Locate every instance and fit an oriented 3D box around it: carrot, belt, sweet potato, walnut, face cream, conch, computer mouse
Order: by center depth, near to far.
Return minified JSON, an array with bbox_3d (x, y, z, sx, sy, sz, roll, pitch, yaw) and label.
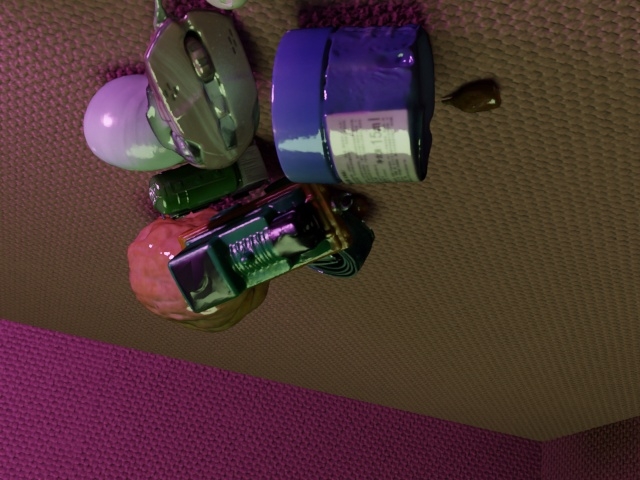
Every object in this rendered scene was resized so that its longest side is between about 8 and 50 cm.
[{"bbox_3d":[0.062,-0.212,1.387,0.225,0.249,0.249,2,155,13],"label":"face cream"},{"bbox_3d":[-0.188,-0.249,1.457,0.115,0.199,0.389,44,160,34],"label":"computer mouse"},{"bbox_3d":[0.256,-0.243,1.509,0.117,0.049,0.049,2,157,41],"label":"sweet potato"},{"bbox_3d":[-0.321,-0.217,1.599,0.221,0.185,0.121,-24,174,-6],"label":"conch"},{"bbox_3d":[0.000,0.000,1.985,0.206,0.116,0.267,35,160,-16],"label":"belt"},{"bbox_3d":[0.060,-0.049,2.005,0.048,0.048,0.216,14,160,-11],"label":"carrot"},{"bbox_3d":[-0.295,0.065,2.080,0.344,0.306,0.306,-1,154,27],"label":"walnut"}]

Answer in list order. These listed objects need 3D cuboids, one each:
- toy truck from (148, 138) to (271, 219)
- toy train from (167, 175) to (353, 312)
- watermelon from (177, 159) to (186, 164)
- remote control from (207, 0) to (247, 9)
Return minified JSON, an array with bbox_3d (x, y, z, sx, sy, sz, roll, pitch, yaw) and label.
[{"bbox_3d":[-0.224,-0.118,1.739,0.242,0.101,0.125,-20,177,-22],"label":"toy truck"},{"bbox_3d":[-0.130,0.009,1.765,0.429,0.249,0.178,-24,100,25],"label":"toy train"},{"bbox_3d":[-0.294,-0.199,1.735,0.231,0.128,0.146,10,174,-8],"label":"watermelon"},{"bbox_3d":[-0.178,-0.412,1.276,0.078,0.042,0.221,-4,153,29],"label":"remote control"}]
